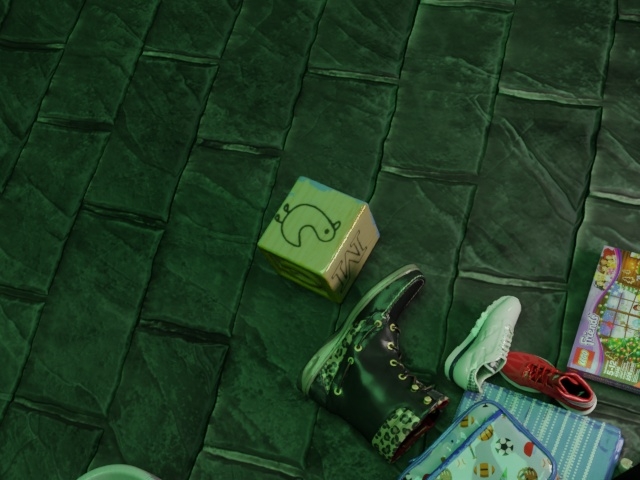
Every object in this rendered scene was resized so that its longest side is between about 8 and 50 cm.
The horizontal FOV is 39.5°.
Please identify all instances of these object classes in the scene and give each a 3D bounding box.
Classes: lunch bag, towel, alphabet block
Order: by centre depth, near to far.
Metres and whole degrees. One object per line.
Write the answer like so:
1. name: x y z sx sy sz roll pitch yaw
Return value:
1. lunch bag: 0.304 0.482 1.785 0.303 0.115 0.243 -42 61 -4
2. towel: 0.428 0.447 1.846 0.336 0.040 0.243 18 74 22
3. alphabet block: 0.000 0.000 2.057 0.192 0.193 0.197 23 74 24

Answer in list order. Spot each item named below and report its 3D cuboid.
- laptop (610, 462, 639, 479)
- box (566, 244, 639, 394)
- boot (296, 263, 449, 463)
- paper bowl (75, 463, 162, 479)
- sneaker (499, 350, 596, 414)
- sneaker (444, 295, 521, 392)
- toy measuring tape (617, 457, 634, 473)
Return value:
1. laptop: 0.736 0.576 1.597 0.382 0.236 0.408 -27 23 -10
2. box: 0.661 0.172 1.895 0.201 0.057 0.293 15 71 20
3. boot: 0.162 0.264 1.928 0.377 0.138 0.284 -47 63 -5
4. paper bowl: -0.422 0.630 1.898 0.284 0.148 0.284 -5 65 12
5. sneaker: 0.470 0.277 1.854 0.221 0.128 0.087 22 73 21
6. sneaker: 0.369 0.223 1.906 0.095 0.090 0.235 23 70 48
7. toy measuring tape: 0.619 0.581 1.697 0.121 0.121 0.330 -24 54 2
